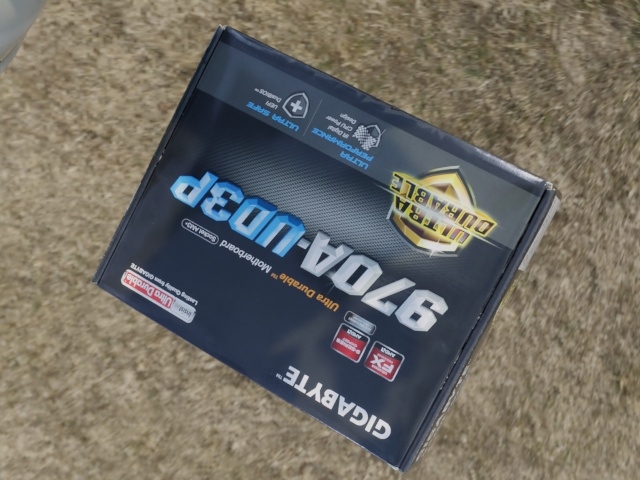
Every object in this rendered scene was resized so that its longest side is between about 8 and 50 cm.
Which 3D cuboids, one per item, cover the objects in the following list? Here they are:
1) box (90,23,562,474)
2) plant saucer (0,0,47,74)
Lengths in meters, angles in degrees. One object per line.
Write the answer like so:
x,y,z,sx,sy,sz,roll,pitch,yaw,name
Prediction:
0.000,0.000,0.607,0.220,0.051,0.175,29,95,18,box
-0.210,-0.271,0.575,0.101,0.400,0.400,-2,100,12,plant saucer
